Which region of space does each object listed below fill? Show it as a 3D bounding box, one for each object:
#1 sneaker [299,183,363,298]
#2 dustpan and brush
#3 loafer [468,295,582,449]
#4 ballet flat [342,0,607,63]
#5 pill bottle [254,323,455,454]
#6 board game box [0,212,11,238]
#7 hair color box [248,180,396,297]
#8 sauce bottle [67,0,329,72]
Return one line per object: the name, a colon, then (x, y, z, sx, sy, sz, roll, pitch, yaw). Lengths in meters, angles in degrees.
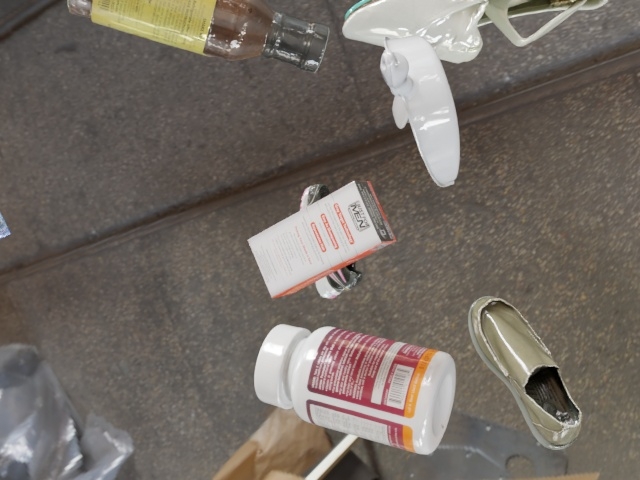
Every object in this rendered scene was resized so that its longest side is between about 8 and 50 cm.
sneaker: (0.027, -0.004, 1.263, 0.077, 0.072, 0.178, -17, 82, 31)
dustpan and brush: (0.079, -0.128, 0.699, 0.060, 0.211, 0.147, -17, 82, 0)
loafer: (0.313, 0.185, 1.211, 0.251, 0.094, 0.087, 58, 160, 17)
ballet flat: (0.234, -0.327, 1.153, 0.401, 0.139, 0.139, -20, 99, -7)
pill bottle: (0.041, 0.171, 0.979, 0.221, 0.121, 0.121, 11, 114, 23)
board game box: (-0.688, -0.035, 1.645, 0.020, 0.090, 0.090, 25, 139, 62)
hair color box: (0.000, 0.000, 0.851, 0.141, 0.043, 0.071, -27, 80, 26)
sauce bottle: (-0.161, -0.307, 1.105, 0.345, 0.111, 0.111, 16, 122, -12)
